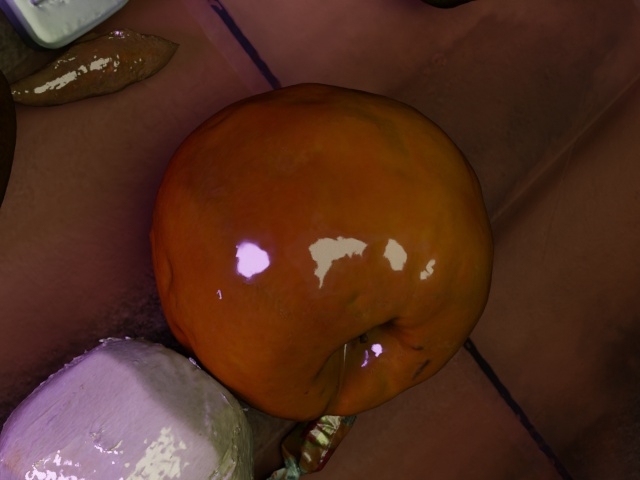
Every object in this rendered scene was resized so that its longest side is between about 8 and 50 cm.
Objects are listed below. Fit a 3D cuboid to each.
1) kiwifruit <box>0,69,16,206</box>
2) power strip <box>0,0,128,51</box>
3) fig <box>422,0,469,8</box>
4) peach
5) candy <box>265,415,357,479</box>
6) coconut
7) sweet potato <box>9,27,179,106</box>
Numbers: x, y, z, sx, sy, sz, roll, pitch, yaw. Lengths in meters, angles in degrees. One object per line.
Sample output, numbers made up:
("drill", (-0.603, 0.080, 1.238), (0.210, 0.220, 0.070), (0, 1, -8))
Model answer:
("kiwifruit", (-0.377, -0.074, 1.110), (0.196, 0.196, 0.234), (16, 82, -25))
("power strip", (-0.329, -0.304, 1.203), (0.193, 0.059, 0.265), (-39, 107, -20))
("fig", (0.133, -0.379, 1.355), (0.245, 0.195, 0.195), (41, 74, -12))
("peach", (0.000, 0.000, 1.231), (0.343, 0.343, 0.302), (-4, 49, -25))
("candy", (-0.004, 0.225, 1.371), (0.182, 0.046, 0.053), (-47, 111, -20))
("coconut", (-0.197, 0.232, 1.174), (0.245, 0.245, 0.247), (48, 66, -18))
("sweet potato", (-0.239, -0.175, 1.246), (0.206, 0.060, 0.068), (-27, 91, -29))
